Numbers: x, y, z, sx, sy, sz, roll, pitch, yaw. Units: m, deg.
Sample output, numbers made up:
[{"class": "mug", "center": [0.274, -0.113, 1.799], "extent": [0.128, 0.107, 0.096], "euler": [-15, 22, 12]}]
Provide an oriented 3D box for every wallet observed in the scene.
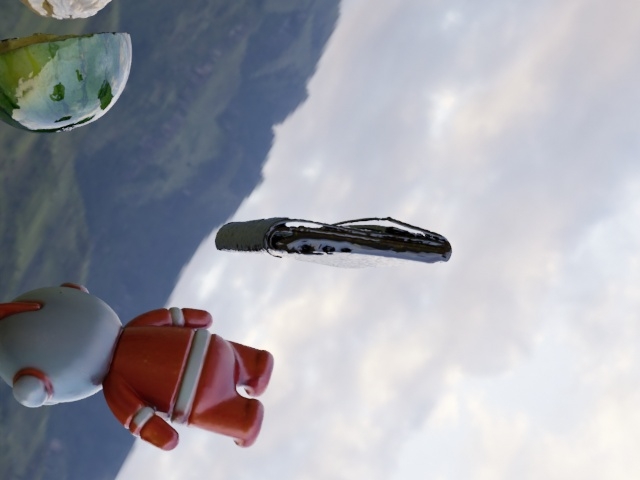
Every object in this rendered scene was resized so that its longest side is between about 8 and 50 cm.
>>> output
[{"class": "wallet", "center": [0.000, 0.000, 0.893], "extent": [0.243, 0.132, 0.039], "euler": [-179, -84, -77]}]

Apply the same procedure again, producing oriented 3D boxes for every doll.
[{"class": "doll", "center": [-0.219, 0.128, 1.222], "extent": [0.200, 0.336, 0.105], "euler": [-81, -171, -50]}]

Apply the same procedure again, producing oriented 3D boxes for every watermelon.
[{"class": "watermelon", "center": [-0.167, -0.099, 0.727], "extent": [0.105, 0.105, 0.062], "euler": [-171, -111, -70]}]

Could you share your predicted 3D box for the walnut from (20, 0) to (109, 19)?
[{"class": "walnut", "center": [-0.299, -0.346, 1.337], "extent": [0.165, 0.165, 0.197], "euler": [-63, 175, -13]}]
